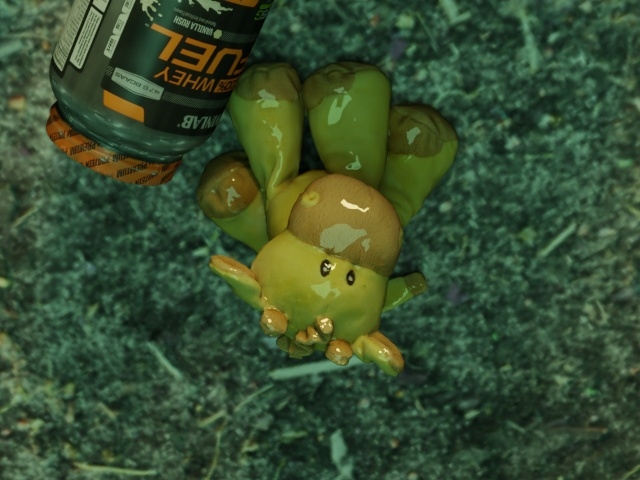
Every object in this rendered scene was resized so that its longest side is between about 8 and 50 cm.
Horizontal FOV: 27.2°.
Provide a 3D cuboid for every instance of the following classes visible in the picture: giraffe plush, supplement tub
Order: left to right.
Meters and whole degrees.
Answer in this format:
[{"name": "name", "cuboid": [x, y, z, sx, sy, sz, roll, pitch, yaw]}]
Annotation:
[{"name": "supplement tub", "cuboid": [-0.100, -0.138, 0.849, 0.117, 0.117, 0.190, 24, 111, -6]}, {"name": "giraffe plush", "cuboid": [0.000, 0.000, 0.866, 0.181, 0.170, 0.210, 2, 111, 2]}]
